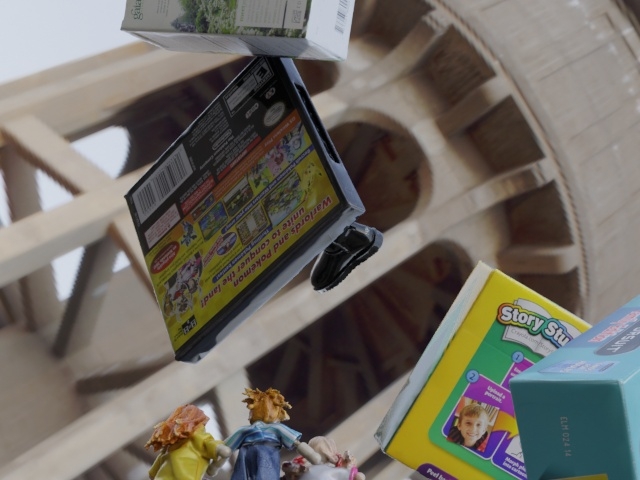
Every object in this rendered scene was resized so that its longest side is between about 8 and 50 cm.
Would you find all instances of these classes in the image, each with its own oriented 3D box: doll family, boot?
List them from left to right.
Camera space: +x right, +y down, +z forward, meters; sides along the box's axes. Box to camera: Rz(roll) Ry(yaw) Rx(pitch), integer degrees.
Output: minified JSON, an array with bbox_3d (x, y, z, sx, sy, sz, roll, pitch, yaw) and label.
[{"bbox_3d":[-0.092,0.235,1.102,0.263,0.163,0.118,-8,-45,17],"label":"doll family"},{"bbox_3d":[0.000,0.001,1.187,0.099,0.045,0.121,31,-50,-24],"label":"boot"}]

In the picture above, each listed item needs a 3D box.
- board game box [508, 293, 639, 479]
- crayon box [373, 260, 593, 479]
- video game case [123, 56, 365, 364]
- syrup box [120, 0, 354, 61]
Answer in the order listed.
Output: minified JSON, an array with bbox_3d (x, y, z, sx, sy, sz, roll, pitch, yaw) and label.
[{"bbox_3d":[0.250,0.220,0.744,0.079,0.254,0.336,-6,-81,38],"label":"board game box"},{"bbox_3d":[0.316,0.257,1.579,0.363,0.313,0.106,31,0,-8],"label":"crayon box"},{"bbox_3d":[-0.096,-0.041,1.168,0.275,0.035,0.248,-42,-129,24],"label":"video game case"},{"bbox_3d":[-0.089,-0.253,1.133,0.237,0.096,0.093,8,-91,28],"label":"syrup box"}]
